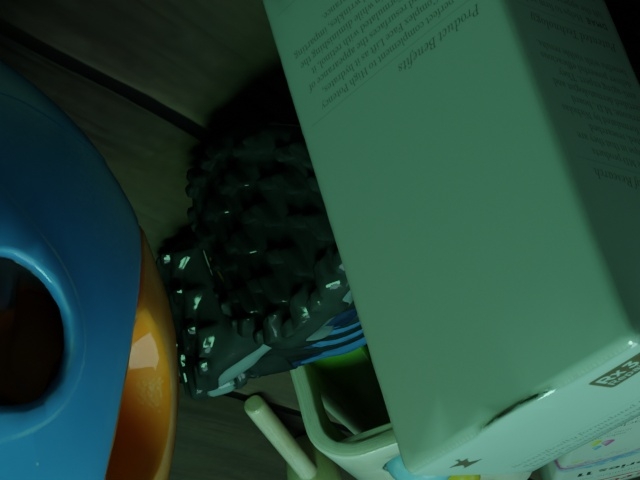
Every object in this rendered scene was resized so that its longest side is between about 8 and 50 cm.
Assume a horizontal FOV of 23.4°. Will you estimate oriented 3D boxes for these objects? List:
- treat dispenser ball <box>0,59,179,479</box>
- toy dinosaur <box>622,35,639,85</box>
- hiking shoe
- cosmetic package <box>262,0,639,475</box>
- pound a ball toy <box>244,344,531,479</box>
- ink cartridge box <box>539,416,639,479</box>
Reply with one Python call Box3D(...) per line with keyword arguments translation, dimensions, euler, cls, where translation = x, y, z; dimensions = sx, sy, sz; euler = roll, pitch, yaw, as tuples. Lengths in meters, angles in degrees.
Box3D(translation=(-0.195, 0.055, 0.546), dimensions=(0.288, 0.288, 0.288), euler=(-16, 157, -7), cls="treat dispenser ball")
Box3D(translation=(0.134, -0.048, 0.824), dimensions=(0.160, 0.121, 0.313), euler=(-9, 172, -8), cls="toy dinosaur")
Box3D(translation=(0.000, 0.000, 0.814), dimensions=(0.132, 0.113, 0.304), euler=(-16, 172, -20), cls="hiking shoe")
Box3D(translation=(0.065, -0.034, 0.614), dimensions=(0.085, 0.231, 0.117), euler=(8, 146, -44), cls="cosmetic package")
Box3D(translation=(0.046, 0.154, 1.159), dimensions=(0.208, 0.136, 0.319), euler=(-21, 157, 6), cls="pound a ball toy")
Box3D(translation=(0.268, 0.106, 1.223), dimensions=(0.207, 0.119, 0.353), euler=(-15, 160, -2), cls="ink cartridge box")
